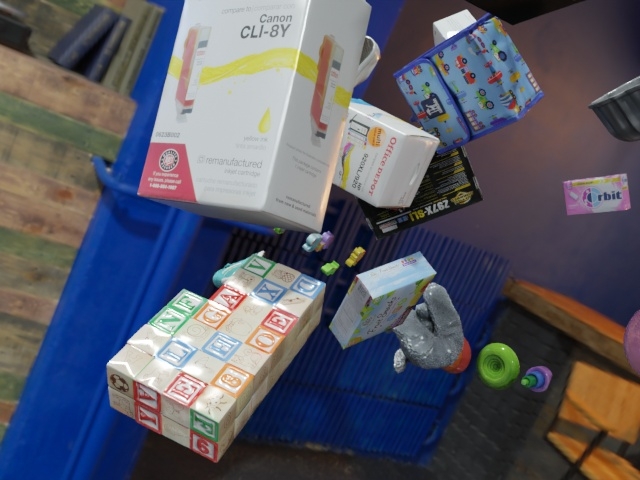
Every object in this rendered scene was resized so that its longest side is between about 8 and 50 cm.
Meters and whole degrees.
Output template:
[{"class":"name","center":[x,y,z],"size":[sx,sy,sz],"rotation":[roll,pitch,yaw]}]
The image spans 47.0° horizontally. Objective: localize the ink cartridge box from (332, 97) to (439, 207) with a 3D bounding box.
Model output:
[{"class":"ink cartridge box","center":[0.104,-0.196,1.621],"size":[0.233,0.171,0.168],"rotation":[31,20,28]}]

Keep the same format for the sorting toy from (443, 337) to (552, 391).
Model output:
[{"class":"sorting toy","center":[0.431,0.338,1.990],"size":[0.366,0.127,0.126],"rotation":[12,5,42]}]

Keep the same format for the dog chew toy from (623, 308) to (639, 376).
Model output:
[{"class":"dog chew toy","center":[0.815,0.199,1.618],"size":[0.207,0.206,0.332],"rotation":[25,-30,6]}]

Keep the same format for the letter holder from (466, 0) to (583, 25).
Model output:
[{"class":"letter holder","center":[0.414,-0.541,1.295],"size":[0.152,0.214,0.302],"rotation":[14,-8,-31]}]

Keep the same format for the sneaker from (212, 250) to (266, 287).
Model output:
[{"class":"sneaker","center":[-0.211,0.084,2.006],"size":[0.110,0.107,0.275],"rotation":[4,6,10]}]

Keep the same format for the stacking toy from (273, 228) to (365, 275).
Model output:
[{"class":"stacking toy","center":[0.000,0.000,1.701],"size":[0.167,0.052,0.221],"rotation":[40,18,14]}]

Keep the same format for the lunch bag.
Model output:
[{"class":"lunch bag","center":[0.310,-0.338,1.663],"size":[0.293,0.138,0.221],"rotation":[-23,-76,51]}]

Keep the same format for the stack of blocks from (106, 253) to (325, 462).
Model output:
[{"class":"stack of blocks","center":[-0.136,0.143,1.037],"size":[0.171,0.087,0.297],"rotation":[23,41,17]}]

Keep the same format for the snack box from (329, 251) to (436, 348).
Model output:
[{"class":"snack box","center":[0.129,0.130,1.574],"size":[0.174,0.207,0.070],"rotation":[-18,59,-31]}]

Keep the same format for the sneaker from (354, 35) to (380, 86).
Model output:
[{"class":"sneaker","center":[0.074,-0.480,2.231],"size":[0.106,0.290,0.123],"rotation":[53,13,19]}]

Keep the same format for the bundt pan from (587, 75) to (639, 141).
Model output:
[{"class":"bundt pan","center":[0.766,-0.319,1.596],"size":[0.124,0.331,0.331],"rotation":[61,9,-3]}]

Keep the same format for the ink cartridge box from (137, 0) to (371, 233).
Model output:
[{"class":"ink cartridge box","center":[-0.108,-0.226,1.183],"size":[0.279,0.384,0.160],"rotation":[8,-7,36]}]

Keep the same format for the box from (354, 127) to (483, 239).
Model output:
[{"class":"box","center":[0.251,-0.163,2.000],"size":[0.079,0.322,0.257],"rotation":[-98,162,-49]}]

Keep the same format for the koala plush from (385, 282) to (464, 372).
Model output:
[{"class":"koala plush","center":[0.263,0.261,1.897],"size":[0.203,0.196,0.221],"rotation":[59,-17,23]}]

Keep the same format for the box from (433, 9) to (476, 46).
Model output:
[{"class":"box","center":[0.434,-0.560,2.226],"size":[0.182,0.119,0.181],"rotation":[72,-5,-53]}]

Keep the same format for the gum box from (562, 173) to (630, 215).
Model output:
[{"class":"gum box","center":[0.845,-0.140,2.267],"size":[0.188,0.107,0.062],"rotation":[-5,5,40]}]
